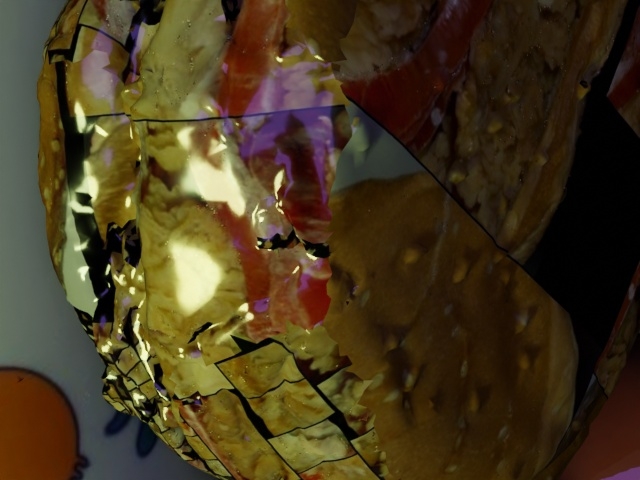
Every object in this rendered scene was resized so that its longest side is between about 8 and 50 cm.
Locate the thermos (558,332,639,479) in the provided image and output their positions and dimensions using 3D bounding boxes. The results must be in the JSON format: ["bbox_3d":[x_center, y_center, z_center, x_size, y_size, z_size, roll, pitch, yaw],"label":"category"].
[{"bbox_3d":[0.043,0.096,0.580,0.232,0.124,0.099,-17,86,3],"label":"thermos"}]

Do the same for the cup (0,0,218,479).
[{"bbox_3d":[-0.132,-0.025,0.516,0.212,0.212,0.317,-2,94,-4],"label":"cup"}]

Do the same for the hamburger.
[{"bbox_3d":[0.023,-0.035,0.468,0.107,0.231,0.231,11,86,34],"label":"hamburger"}]
